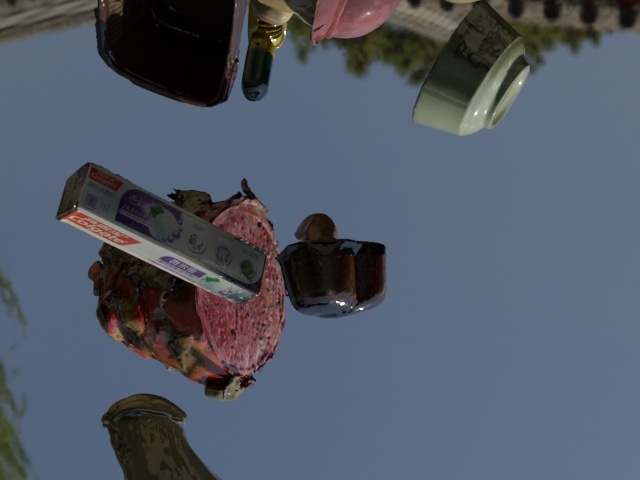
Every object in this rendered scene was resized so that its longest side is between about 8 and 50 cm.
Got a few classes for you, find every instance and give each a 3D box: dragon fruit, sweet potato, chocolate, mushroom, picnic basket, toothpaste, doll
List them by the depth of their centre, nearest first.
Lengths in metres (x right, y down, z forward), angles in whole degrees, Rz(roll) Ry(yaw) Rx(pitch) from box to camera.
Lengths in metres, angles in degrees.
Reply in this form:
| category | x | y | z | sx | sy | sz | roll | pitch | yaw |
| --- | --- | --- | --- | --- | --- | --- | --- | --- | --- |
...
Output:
| category | x | y | z | sx | sy | sz | roll | pitch | yaw |
| --- | --- | --- | --- | --- | --- | --- | --- | --- | --- |
| toothpaste | -0.134 | -0.003 | 0.981 | 0.040 | 0.196 | 0.047 | -20 | -129 | 46 |
| doll | -0.031 | -0.299 | 1.134 | 0.256 | 0.152 | 0.196 | 35 | -131 | -13 |
| chocolate | 0.005 | 0.054 | 1.322 | 0.125 | 0.080 | 0.149 | -23 | 161 | 39 |
| mushroom | -0.120 | 0.348 | 1.403 | 0.397 | 0.177 | 0.126 | 33 | -171 | 4 |
| picnic basket | -0.199 | -0.344 | 1.601 | 0.223 | 0.297 | 0.129 | 20 | -127 | 2 |
| sweet potato | 0.000 | 0.000 | 1.732 | 0.059 | 0.067 | 0.281 | 17 | -169 | -8 |
| dragon fruit | -0.220 | 0.080 | 1.760 | 0.263 | 0.296 | 0.314 | -6 | -146 | 27 |

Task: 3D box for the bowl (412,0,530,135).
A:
| category | x | y | z | sx | sy | sz | roll | pitch | yaw |
| --- | --- | --- | --- | --- | --- | --- | --- | --- | --- |
| bowl | 0.240 | -0.244 | 1.697 | 0.112 | 0.211 | 0.211 | 32 | -129 | 14 |

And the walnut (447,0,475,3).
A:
| category | x | y | z | sx | sy | sz | roll | pitch | yaw |
| --- | --- | --- | --- | --- | --- | --- | --- | --- | --- |
| walnut | 0.262 | -0.575 | 2.036 | 0.282 | 0.253 | 0.277 | -42 | -109 | -13 |

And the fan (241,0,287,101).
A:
| category | x | y | z | sx | sy | sz | roll | pitch | yaw |
| --- | --- | --- | --- | --- | --- | --- | --- | --- | --- |
| fan | -0.065 | -0.230 | 1.301 | 0.039 | 0.082 | 0.155 | 7 | -113 | 4 |
